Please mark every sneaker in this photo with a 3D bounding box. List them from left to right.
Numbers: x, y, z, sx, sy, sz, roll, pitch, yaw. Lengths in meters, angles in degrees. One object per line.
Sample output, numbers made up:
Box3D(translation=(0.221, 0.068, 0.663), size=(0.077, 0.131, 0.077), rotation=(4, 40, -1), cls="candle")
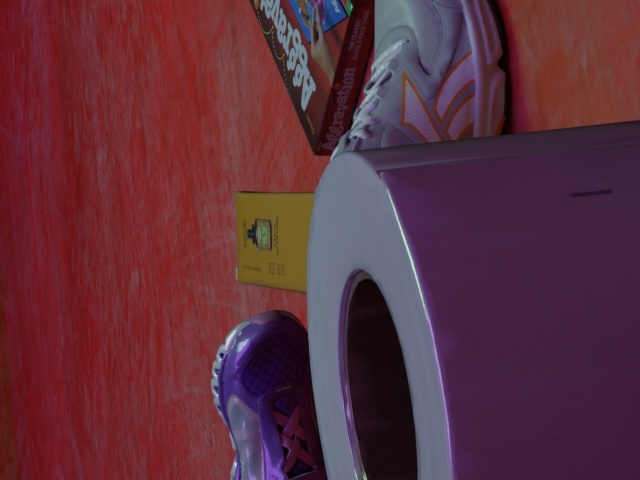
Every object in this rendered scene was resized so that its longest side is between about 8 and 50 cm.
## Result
Box3D(translation=(-0.029, 0.174, 1.332), size=(0.104, 0.095, 0.236), rotation=(-143, 49, -57), cls="sneaker")
Box3D(translation=(0.051, -0.066, 1.022), size=(0.099, 0.121, 0.262), rotation=(131, 134, -61), cls="sneaker")

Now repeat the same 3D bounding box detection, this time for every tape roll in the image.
Box3D(translation=(0.103, 0.069, 0.777), size=(0.246, 0.169, 0.246), rotation=(174, 90, -77), cls="tape roll")

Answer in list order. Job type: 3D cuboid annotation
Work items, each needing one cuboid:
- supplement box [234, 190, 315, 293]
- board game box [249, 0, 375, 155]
Box3D(translation=(0.000, 0.000, 1.241), size=(0.233, 0.080, 0.078), rotation=(-175, 84, -69), cls="supplement box")
Box3D(translation=(-0.018, -0.213, 1.344), size=(0.281, 0.027, 0.145), rotation=(-112, 27, -44), cls="board game box")
